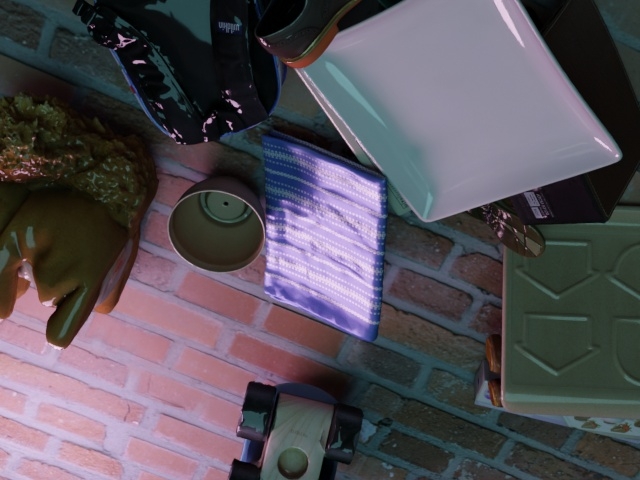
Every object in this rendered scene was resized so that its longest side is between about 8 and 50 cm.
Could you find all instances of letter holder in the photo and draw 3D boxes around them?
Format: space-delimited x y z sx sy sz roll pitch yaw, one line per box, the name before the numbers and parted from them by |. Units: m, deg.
letter holder | 0.352 -0.205 1.550 0.152 0.214 0.301 -1 130 46

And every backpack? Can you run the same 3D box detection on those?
backpack | -0.173 -0.285 1.500 0.277 0.213 0.263 -11 113 16

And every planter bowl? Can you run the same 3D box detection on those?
planter bowl | -0.165 -0.041 1.719 0.162 0.109 0.162 3 123 4

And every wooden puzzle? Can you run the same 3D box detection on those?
wooden puzzle | 0.461 0.117 1.704 0.322 0.080 0.347 2 83 4

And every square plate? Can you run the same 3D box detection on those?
square plate | 0.188 -0.197 1.428 0.347 0.049 0.344 -19 121 41

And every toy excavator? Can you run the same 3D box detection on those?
toy excavator | -0.079 0.493 2.014 0.222 0.445 0.432 13 82 -2

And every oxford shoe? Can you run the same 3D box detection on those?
oxford shoe | 0.012 -0.357 1.359 0.098 0.097 0.271 19 105 -55

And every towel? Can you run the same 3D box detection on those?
towel | 0.000 0.000 1.695 0.243 0.040 0.336 25 133 29

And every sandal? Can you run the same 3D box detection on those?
sandal | 0.298 -0.043 1.676 0.180 0.049 0.072 39 144 23

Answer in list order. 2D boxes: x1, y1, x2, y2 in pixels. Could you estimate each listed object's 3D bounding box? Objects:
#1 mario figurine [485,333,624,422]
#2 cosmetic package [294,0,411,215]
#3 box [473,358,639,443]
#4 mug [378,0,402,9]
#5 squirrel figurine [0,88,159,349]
mario figurine | 0.456 0.219 1.823 0.321 0.170 0.198 -4 139 3
cosmetic package | 0.107 -0.207 1.580 0.160 0.113 0.309 -26 116 21
box | 0.447 0.299 1.906 0.324 0.067 0.063 14 124 -4
mug | 0.128 -0.384 1.467 0.129 0.097 0.157 30 120 -13
squirrel figurine | -0.483 -0.067 1.684 0.371 0.281 0.397 26 108 1
